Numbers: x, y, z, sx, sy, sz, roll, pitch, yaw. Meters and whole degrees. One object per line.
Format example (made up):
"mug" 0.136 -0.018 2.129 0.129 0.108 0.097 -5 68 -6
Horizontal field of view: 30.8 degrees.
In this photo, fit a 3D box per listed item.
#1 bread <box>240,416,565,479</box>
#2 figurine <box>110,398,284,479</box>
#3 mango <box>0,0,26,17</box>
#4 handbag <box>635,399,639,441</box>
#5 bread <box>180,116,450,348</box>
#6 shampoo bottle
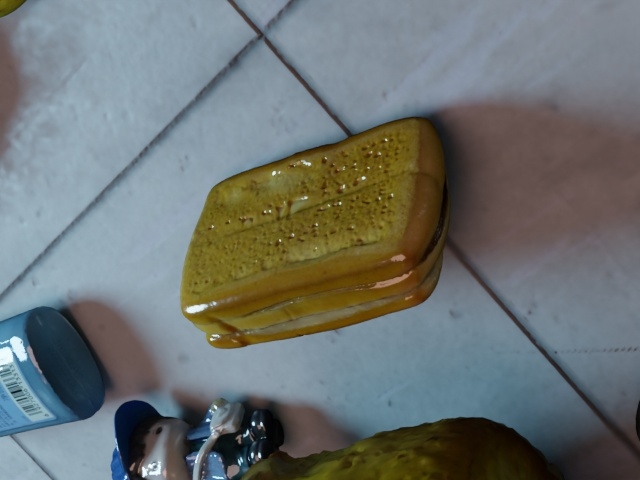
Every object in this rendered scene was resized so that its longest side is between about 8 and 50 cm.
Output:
"bread" 0.074 0.291 0.729 0.215 0.398 0.398 -23 106 21
"figurine" -0.101 0.168 0.934 0.149 0.086 0.087 -12 153 20
"mango" -0.235 -0.266 0.710 0.177 0.119 0.316 4 134 6
"handbag" 0.299 0.036 0.641 0.192 0.075 0.332 20 121 19
"bread" 0.000 0.000 0.757 0.200 0.116 0.077 -16 134 34
"shampoo bottle" -0.307 0.131 1.018 0.258 0.061 0.103 -17 109 33
